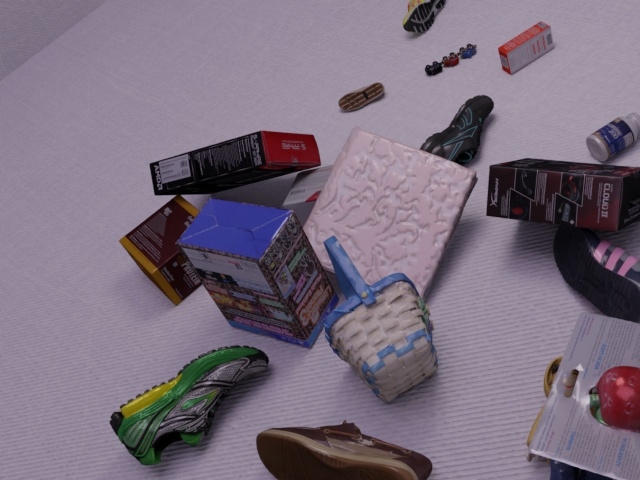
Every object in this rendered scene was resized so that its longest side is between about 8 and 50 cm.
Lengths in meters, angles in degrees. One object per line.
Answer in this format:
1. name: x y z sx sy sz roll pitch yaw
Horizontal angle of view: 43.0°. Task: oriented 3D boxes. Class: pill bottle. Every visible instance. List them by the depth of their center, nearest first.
1. pill bottle: 0.658 -0.233 1.805 0.120 0.067 0.067 -32 43 -5

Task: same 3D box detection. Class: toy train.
1. toy train: 0.363 -0.499 2.242 0.158 0.027 0.036 -27 46 1

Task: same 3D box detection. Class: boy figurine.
1. boy figurine: 0.434 0.323 1.360 0.177 0.092 0.285 -10 48 22

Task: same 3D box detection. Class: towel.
1. towel: 0.140 -0.056 1.778 0.317 0.053 0.331 22 80 20

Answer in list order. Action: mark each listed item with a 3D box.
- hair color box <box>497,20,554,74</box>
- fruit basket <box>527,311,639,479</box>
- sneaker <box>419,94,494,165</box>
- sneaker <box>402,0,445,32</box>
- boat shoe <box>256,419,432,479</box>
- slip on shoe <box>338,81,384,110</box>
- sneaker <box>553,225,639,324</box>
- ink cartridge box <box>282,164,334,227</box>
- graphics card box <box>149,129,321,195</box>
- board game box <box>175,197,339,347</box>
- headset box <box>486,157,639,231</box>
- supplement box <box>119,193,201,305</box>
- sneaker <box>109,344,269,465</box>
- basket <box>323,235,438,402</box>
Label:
1. hair color box: 0.538 -0.504 2.126 0.141 0.072 0.043 -32 43 -6
2. fruit basket: 0.546 0.269 1.277 0.353 0.165 0.327 8 42 29
3. sneaker: 0.348 -0.247 1.975 0.106 0.101 0.267 37 69 21
4. sneaker: 0.293 -0.685 2.431 0.094 0.081 0.208 7 45 40
5. boat shoe: 0.041 0.396 1.486 0.342 0.123 0.123 1 19 34
6. slip on shoe: 0.115 -0.401 2.264 0.135 0.051 0.041 -27 2 12
7. sneaker: 0.565 0.066 1.557 0.131 0.112 0.319 4 29 -18
8. ink cartridge box: -0.005 -0.109 1.982 0.128 0.072 0.175 -10 28 19
9. graphics card box: -0.217 -0.190 2.047 0.371 0.233 0.094 -12 88 33
10. board game box: -0.129 0.069 1.739 0.232 0.291 0.141 11 53 33
11. headset box: 0.513 -0.096 1.635 0.293 0.110 0.218 9 14 32
12. supplement box: -0.356 0.020 2.021 0.194 0.129 0.191 -41 44 -14
13. sneaker: -0.250 0.340 1.683 0.344 0.134 0.146 -33 68 -11
14. basket: 0.101 0.150 1.585 0.201 0.254 0.289 -34 62 -6
